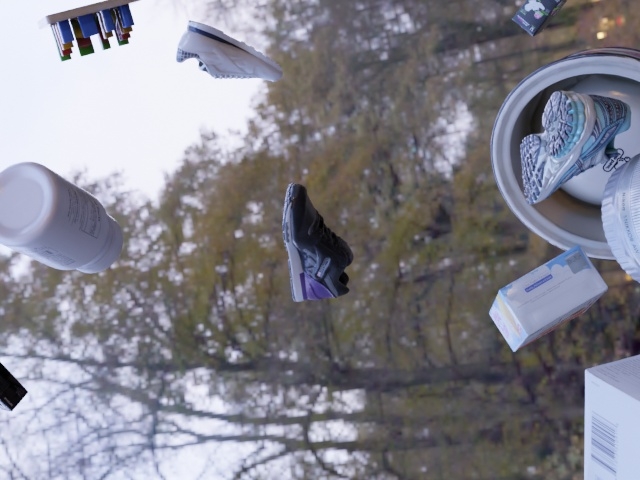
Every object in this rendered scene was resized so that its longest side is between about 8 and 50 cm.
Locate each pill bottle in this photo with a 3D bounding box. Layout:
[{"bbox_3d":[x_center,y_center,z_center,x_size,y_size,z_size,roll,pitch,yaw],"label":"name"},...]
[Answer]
[{"bbox_3d":[-0.402,-0.026,1.574,0.229,0.131,0.131,42,-139,-67],"label":"pill bottle"}]

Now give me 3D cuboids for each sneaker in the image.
[{"bbox_3d":[0.000,0.000,1.956,0.283,0.124,0.107,82,-170,-45],"label":"sneaker"},{"bbox_3d":[0.391,-0.132,1.574,0.283,0.122,0.110,108,160,-70],"label":"sneaker"},{"bbox_3d":[-0.188,-0.372,2.121,0.235,0.090,0.095,21,-87,-27],"label":"sneaker"}]

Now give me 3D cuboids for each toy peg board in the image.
[{"bbox_3d":[-0.387,-0.361,1.747,0.160,0.161,0.079,21,129,68],"label":"toy peg board"}]

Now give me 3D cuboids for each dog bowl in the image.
[{"bbox_3d":[0.530,-0.174,1.881,0.150,0.408,0.408,-50,-51,-51],"label":"dog bowl"}]

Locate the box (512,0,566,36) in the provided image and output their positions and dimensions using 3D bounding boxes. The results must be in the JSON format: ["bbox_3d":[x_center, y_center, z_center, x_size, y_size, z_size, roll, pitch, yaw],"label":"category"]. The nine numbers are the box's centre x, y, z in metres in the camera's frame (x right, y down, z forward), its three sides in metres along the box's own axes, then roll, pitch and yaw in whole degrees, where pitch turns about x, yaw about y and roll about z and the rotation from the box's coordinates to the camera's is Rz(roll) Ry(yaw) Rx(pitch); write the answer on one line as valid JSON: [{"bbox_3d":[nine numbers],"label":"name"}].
[{"bbox_3d":[0.398,-0.420,1.846,0.052,0.083,0.062,44,-148,9],"label":"box"}]

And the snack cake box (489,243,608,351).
[{"bbox_3d":[0.380,0.104,1.735,0.089,0.152,0.264,59,178,14],"label":"snack cake box"}]

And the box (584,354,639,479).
[{"bbox_3d":[0.441,0.265,1.320,0.182,0.119,0.181,-148,51,-63],"label":"box"}]

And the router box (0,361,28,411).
[{"bbox_3d":[-0.561,0.191,1.612,0.046,0.133,0.179,-53,-56,-33],"label":"router box"}]

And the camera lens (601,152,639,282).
[{"bbox_3d":[0.565,-0.052,1.435,0.219,0.274,0.219,8,-105,-31],"label":"camera lens"}]
